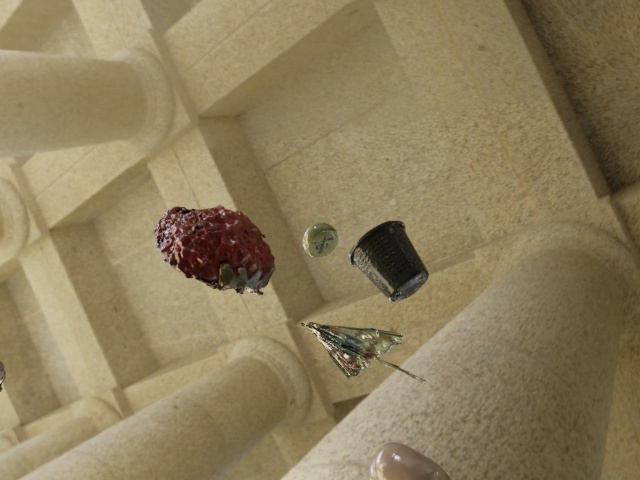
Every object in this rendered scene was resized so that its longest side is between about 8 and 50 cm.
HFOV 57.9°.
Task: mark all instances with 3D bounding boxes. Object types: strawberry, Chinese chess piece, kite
[{"bbox_3d":[-0.172,-0.011,0.935,0.236,0.190,0.111,33,-75,36],"label":"strawberry"},{"bbox_3d":[0.000,0.000,1.297,0.034,0.084,0.084,46,-55,44],"label":"Chinese chess piece"},{"bbox_3d":[0.112,0.295,1.532,0.368,0.014,0.406,26,-32,-3],"label":"kite"}]

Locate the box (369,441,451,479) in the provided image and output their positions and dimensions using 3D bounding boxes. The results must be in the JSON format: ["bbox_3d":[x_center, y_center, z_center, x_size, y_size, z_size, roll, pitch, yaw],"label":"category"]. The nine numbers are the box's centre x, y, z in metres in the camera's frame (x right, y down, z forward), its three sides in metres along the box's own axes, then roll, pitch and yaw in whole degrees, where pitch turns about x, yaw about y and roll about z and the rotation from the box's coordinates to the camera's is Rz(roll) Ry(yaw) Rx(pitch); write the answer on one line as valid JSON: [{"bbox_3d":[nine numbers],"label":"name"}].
[{"bbox_3d":[0.155,0.410,0.948,0.146,0.088,0.200,20,-33,39],"label":"box"}]

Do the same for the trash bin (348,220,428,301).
[{"bbox_3d":[0.186,0.063,1.470,0.175,0.175,0.161,-52,-120,31],"label":"trash bin"}]

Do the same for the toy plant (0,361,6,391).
[{"bbox_3d":[-0.820,0.390,1.345,0.113,0.232,0.243,34,-33,-9],"label":"toy plant"}]
